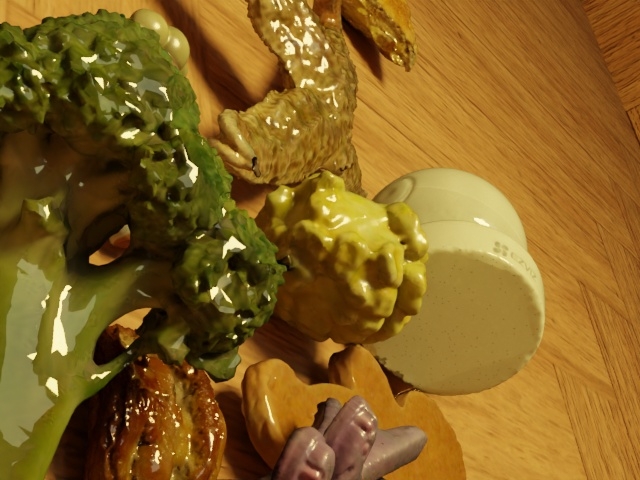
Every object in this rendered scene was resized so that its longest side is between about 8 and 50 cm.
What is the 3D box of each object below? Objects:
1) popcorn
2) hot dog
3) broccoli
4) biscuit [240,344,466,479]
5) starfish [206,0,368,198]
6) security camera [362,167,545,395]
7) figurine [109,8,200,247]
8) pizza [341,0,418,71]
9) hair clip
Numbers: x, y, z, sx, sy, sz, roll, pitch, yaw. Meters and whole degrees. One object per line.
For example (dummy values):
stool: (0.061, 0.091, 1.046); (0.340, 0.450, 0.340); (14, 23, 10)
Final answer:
popcorn: (0.011, 0.016, 0.934); (0.142, 0.173, 0.173); (-45, 109, -22)
hot dog: (-0.115, 0.119, 0.714); (0.099, 0.065, 0.147); (29, 42, -34)
broccoli: (-0.157, 0.015, 0.634); (0.254, 0.186, 0.302); (-11, 94, -28)
biscuit: (0.043, 0.199, 0.946); (0.340, 0.047, 0.216); (2, 65, -63)
starfish: (-0.028, -0.181, 1.059); (0.432, 0.082, 0.324); (14, 64, -67)
security camera: (0.131, 0.023, 1.126); (0.194, 0.194, 0.236); (49, 23, -25)
figurine: (-0.138, -0.089, 0.844); (0.147, 0.093, 0.197); (34, 37, -65)
pizza: (0.018, -0.388, 1.464); (0.288, 0.075, 0.280); (35, 32, -40)
hair clip: (0.001, 0.153, 0.681); (0.090, 0.137, 0.278); (26, 11, 11)
